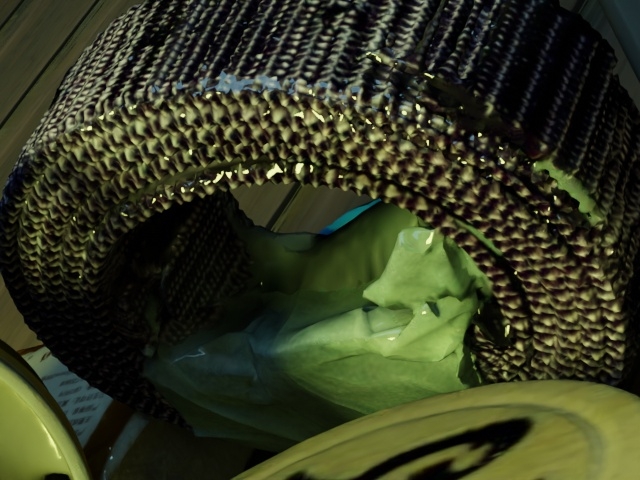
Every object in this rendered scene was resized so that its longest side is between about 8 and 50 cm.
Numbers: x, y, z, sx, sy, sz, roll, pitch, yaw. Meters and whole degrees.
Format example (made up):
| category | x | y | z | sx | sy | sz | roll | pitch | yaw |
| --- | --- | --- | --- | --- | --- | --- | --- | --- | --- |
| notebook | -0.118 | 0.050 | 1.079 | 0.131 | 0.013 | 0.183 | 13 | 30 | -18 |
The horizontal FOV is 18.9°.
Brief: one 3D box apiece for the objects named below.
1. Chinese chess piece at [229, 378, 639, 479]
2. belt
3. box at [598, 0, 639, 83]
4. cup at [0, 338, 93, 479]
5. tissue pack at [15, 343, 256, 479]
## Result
| category | x | y | z | sx | sy | sz | roll | pitch | yaw |
| --- | --- | --- | --- | --- | --- | --- | --- | --- | --- |
| Chinese chess piece | 0.033 | 0.149 | 0.712 | 0.257 | 0.104 | 0.257 | -20 | 14 | 5 |
| belt | 0.000 | 0.000 | 0.883 | 0.325 | 0.260 | 0.122 | -12 | 41 | 35 |
| box | 0.191 | -0.059 | 0.900 | 0.055 | 0.103 | 0.244 | -33 | 27 | 14 |
| cup | -0.181 | 0.087 | 0.838 | 0.226 | 0.185 | 0.241 | -157 | 82 | -82 |
| tissue pack | -0.146 | 0.130 | 1.069 | 0.226 | 0.092 | 0.183 | -15 | 36 | 39 |
